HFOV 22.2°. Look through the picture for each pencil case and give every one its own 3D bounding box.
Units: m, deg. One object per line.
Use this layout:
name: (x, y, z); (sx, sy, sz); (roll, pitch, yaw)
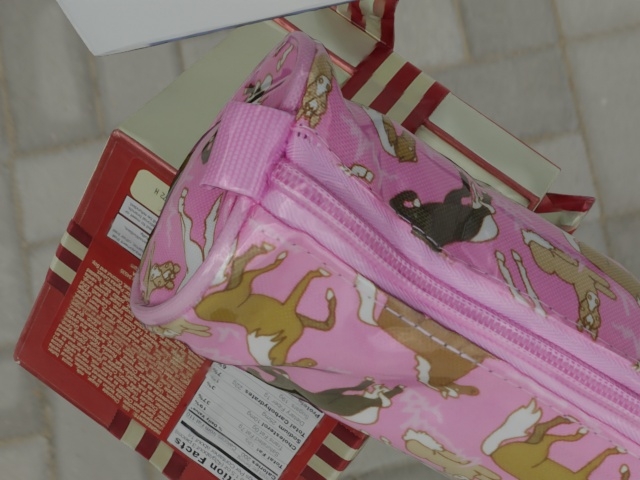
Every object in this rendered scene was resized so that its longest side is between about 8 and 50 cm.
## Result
pencil case: (0.096, 0.058, 0.777); (0.386, 0.167, 0.160); (31, 40, -14)

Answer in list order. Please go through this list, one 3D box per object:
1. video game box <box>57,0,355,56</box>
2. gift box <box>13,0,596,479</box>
video game box: (0.040, -0.136, 0.479); (0.205, 0.048, 0.187); (-6, 39, 38)
gift box: (0.000, 0.000, 1.045); (0.255, 0.276, 0.258); (39, 40, 2)
